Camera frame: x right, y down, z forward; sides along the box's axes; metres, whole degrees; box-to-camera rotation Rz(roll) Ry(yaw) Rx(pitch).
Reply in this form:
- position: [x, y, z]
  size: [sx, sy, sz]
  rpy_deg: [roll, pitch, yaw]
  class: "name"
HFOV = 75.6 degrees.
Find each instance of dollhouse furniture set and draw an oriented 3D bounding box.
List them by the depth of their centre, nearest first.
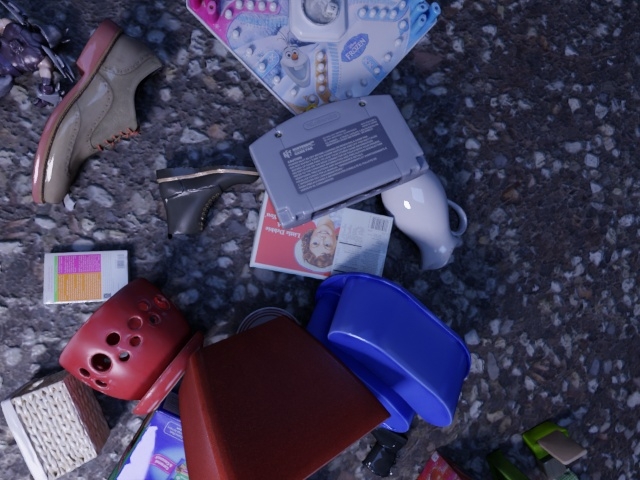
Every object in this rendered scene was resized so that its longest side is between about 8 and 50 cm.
- position: [0.541, 0.607, 0.928]
  size: [0.197, 0.151, 0.302]
  rpy_deg: [-23, 96, -9]
  class: "dollhouse furniture set"

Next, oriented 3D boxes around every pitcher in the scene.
- position: [0.229, -0.069, 0.878]
  size: [0.177, 0.125, 0.207]
  rpy_deg: [-40, 106, -32]
  class: "pitcher"

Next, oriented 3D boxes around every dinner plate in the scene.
- position: [-0.106, 0.209, 0.862]
  size: [0.141, 0.017, 0.141]
  rpy_deg: [0, 92, -10]
  class: "dinner plate"

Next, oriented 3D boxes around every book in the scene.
- position: [-0.442, 0.068, 0.788]
  size: [0.144, 0.035, 0.097]
  rpy_deg: [-1, 89, -11]
  class: "book"

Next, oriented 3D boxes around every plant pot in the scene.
- position: [-0.098, 0.288, 0.685]
  size: [0.267, 0.267, 0.236]
  rpy_deg: [-17, 61, -37]
  class: "plant pot"
- position: [-0.314, 0.188, 0.728]
  size: [0.174, 0.191, 0.191]
  rpy_deg: [38, 85, -5]
  class: "plant pot"

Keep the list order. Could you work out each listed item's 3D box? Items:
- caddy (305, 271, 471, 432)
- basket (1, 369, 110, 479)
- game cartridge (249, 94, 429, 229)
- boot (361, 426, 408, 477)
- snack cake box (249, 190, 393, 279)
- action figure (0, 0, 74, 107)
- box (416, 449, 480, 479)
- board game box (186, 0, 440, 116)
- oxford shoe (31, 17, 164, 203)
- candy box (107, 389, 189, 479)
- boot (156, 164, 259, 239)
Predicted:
- position: [0.123, 0.206, 0.794]
  size: [0.341, 0.241, 0.179]
  rpy_deg: [41, 48, -9]
  class: "caddy"
- position: [-0.470, 0.326, 0.750]
  size: [0.103, 0.113, 0.167]
  rpy_deg: [-21, 95, -14]
  class: "basket"
- position: [0.029, -0.161, 0.778]
  size: [0.297, 0.062, 0.198]
  rpy_deg: [-22, 69, -8]
  class: "game cartridge"
- position: [0.125, 0.450, 0.901]
  size: [0.121, 0.045, 0.099]
  rpy_deg: [34, 88, -11]
  class: "boot"
- position: [0.000, 0.000, 0.841]
  size: [0.264, 0.089, 0.152]
  rpy_deg: [12, 91, -11]
  class: "snack cake box"
- position: [-0.568, -0.297, 0.725]
  size: [0.285, 0.099, 0.185]
  rpy_deg: [-41, 91, -11]
  class: "action figure"
- position: [0.253, 0.617, 0.888]
  size: [0.128, 0.122, 0.257]
  rpy_deg: [36, 85, -11]
  class: "box"
- position: [-0.001, -0.480, 0.847]
  size: [0.390, 0.050, 0.390]
  rpy_deg: [43, 84, -9]
  class: "board game box"
- position: [-0.402, -0.209, 0.746]
  size: [0.130, 0.123, 0.348]
  rpy_deg: [26, 94, -27]
  class: "oxford shoe"
- position: [-0.269, 0.494, 0.786]
  size: [0.268, 0.122, 0.317]
  rpy_deg: [32, 85, -11]
  class: "candy box"
- position: [-0.213, -0.078, 0.813]
  size: [0.197, 0.077, 0.137]
  rpy_deg: [-4, 97, 2]
  class: "boot"
